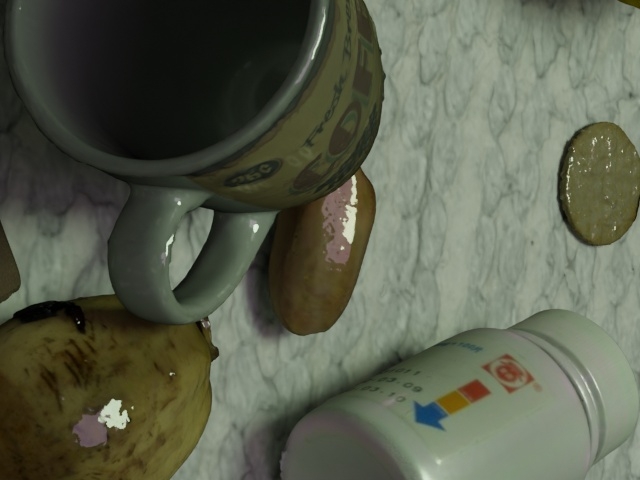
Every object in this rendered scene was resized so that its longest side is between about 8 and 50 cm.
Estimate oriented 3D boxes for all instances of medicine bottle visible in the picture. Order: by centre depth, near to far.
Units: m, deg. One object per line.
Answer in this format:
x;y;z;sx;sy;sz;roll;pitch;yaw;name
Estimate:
0.121;0.164;1.550;0.293;0.170;0.170;-24;108;-40;medicine bottle

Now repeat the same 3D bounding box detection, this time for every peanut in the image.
0.000;0.000;1.494;0.076;0.076;0.152;14;88;-44;peanut

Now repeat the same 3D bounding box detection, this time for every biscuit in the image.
0.263;-0.053;1.790;0.120;0.015;0.120;-2;93;-44;biscuit

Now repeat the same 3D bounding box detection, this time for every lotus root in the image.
-0.159;0.109;1.297;0.257;0.140;0.154;-34;121;-45;lotus root

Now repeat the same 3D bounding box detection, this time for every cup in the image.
-0.063;-0.081;1.313;0.257;0.227;0.301;35;63;-63;cup

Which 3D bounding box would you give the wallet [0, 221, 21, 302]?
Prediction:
-0.261;-0.015;1.262;0.118;0.039;0.152;-34;116;-41;wallet

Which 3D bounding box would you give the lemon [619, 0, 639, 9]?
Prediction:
0.326;-0.346;1.640;0.336;0.336;0.336;-2;93;-44;lemon
